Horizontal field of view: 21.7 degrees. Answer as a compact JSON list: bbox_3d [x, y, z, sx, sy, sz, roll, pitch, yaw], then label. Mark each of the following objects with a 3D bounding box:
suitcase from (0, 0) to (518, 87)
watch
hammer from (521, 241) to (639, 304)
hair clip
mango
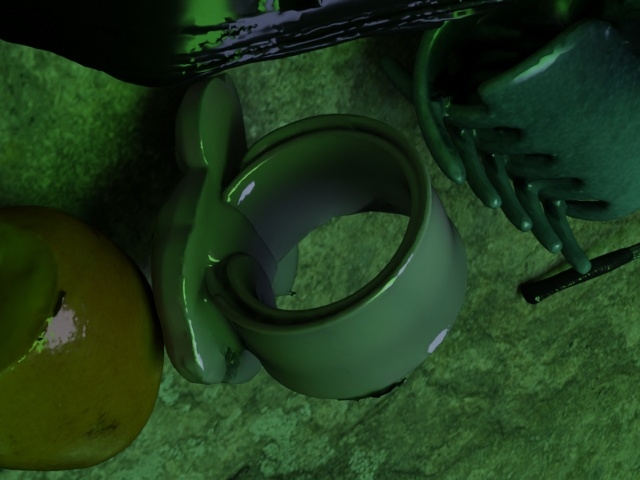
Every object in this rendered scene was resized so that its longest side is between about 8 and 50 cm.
[{"bbox_3d":[-0.059,-0.221,1.055,0.345,0.339,0.188,-18,120,-39],"label":"suitcase"},{"bbox_3d":[0.000,0.000,1.268,0.211,0.217,0.248,60,32,-48],"label":"watch"},{"bbox_3d":[0.316,0.018,1.805,0.246,0.103,0.029,-19,125,-24],"label":"hammer"},{"bbox_3d":[0.227,-0.138,1.469,0.238,0.392,0.318,-41,145,14],"label":"hair clip"},{"bbox_3d":[-0.193,0.086,1.243,0.257,0.138,0.187,41,62,-64],"label":"mango"}]
